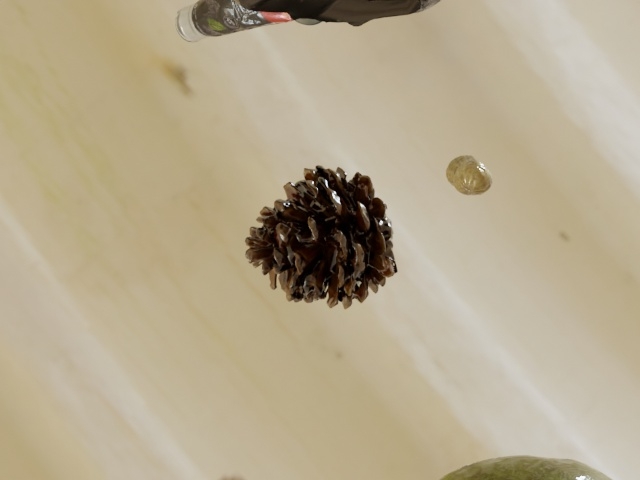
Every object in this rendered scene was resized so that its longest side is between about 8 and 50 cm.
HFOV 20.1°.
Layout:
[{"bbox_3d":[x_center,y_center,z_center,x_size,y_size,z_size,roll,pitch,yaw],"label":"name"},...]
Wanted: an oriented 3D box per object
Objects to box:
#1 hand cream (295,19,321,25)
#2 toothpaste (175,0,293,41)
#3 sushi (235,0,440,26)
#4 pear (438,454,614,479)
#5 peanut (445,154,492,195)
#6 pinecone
[{"bbox_3d":[-0.004,-0.293,1.989,0.224,0.083,0.048,-82,16,-60],"label":"hand cream"},{"bbox_3d":[-0.100,-0.271,2.088,0.045,0.071,0.193,-30,14,-35],"label":"toothpaste"},{"bbox_3d":[0.011,-0.408,1.796,0.327,0.329,0.285,1,-39,-23],"label":"sushi"},{"bbox_3d":[0.315,0.464,2.528,0.352,0.413,0.352,-61,10,20],"label":"pear"},{"bbox_3d":[0.205,-0.091,2.516,0.054,0.054,0.113,-44,17,-1],"label":"peanut"},{"bbox_3d":[0.000,0.000,1.983,0.173,0.173,0.173,-39,-19,-17],"label":"pinecone"}]
